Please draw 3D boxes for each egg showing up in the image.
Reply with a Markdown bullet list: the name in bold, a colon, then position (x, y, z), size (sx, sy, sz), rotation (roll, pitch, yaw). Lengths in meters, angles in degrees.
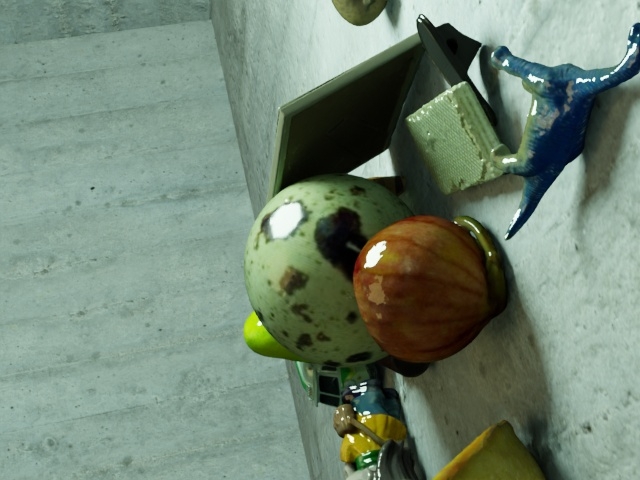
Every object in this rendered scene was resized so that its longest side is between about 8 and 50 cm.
- **egg**: position (0.029, 0.054, 1.402), size (0.379, 0.287, 0.288), rotation (82, 173, -61)

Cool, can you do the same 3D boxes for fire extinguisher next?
- **fire extinguisher**: position (0.130, 0.182, 1.615), size (0.089, 0.072, 0.267), rotation (-65, 9, -5)

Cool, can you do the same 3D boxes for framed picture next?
- **framed picture**: position (0.030, -0.163, 1.358), size (0.022, 0.247, 0.335), rotation (54, 162, 14)

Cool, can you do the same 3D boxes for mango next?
- **mango**: position (-0.013, 0.171, 1.794), size (0.185, 0.272, 0.149), rotation (95, 174, -81)

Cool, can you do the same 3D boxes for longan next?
- **longan**: position (0.059, -0.383, 1.384), size (0.113, 0.092, 0.113), rotation (172, 90, -78)

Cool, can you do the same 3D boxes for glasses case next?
- **glasses case**: position (0.093, -0.087, 1.553), size (0.170, 0.064, 0.041), rotation (-167, 67, -78)

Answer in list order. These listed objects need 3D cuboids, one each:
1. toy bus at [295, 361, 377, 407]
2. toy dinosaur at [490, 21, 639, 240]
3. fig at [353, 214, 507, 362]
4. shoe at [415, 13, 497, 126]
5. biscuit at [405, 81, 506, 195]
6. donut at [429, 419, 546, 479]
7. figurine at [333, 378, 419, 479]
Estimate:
- **toy bus**: position (0.021, 0.235, 1.963), size (0.276, 0.164, 0.134), rotation (-111, 14, -49)
- **toy dinosaur**: position (0.229, -0.091, 0.840), size (0.188, 0.075, 0.248), rotation (-132, 39, -58)
- **fig**: position (0.143, 0.058, 1.158), size (0.205, 0.205, 0.205), rotation (170, 90, -79)
- **shoe**: position (0.174, -0.208, 1.079), size (0.159, 0.053, 0.062), rotation (58, 179, 5)
- **biscuit**: position (0.165, -0.120, 1.119), size (0.121, 0.040, 0.199), rotation (63, 170, -1)
- **donut**: position (0.151, 0.354, 1.087), size (0.110, 0.303, 0.303), rotation (45, 155, 22)
- **figurine**: position (0.119, 0.421, 1.662), size (0.185, 0.204, 0.333), rotation (34, -125, -42)
